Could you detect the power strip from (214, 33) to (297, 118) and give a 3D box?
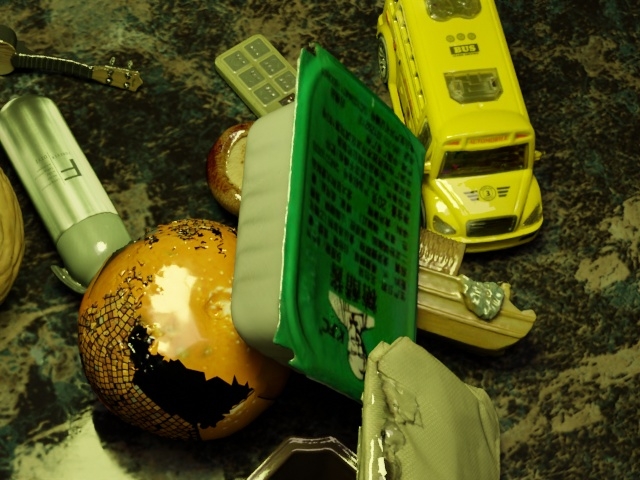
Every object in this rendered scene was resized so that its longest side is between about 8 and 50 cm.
[{"bbox_3d":[-0.051,-0.175,1.729,0.076,0.028,0.169,-34,69,-21],"label":"power strip"}]

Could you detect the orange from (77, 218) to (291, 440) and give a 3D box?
[{"bbox_3d":[-0.133,0.093,1.491,0.234,0.182,0.234,13,61,-24],"label":"orange"}]

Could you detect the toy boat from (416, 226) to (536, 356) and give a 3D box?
[{"bbox_3d":[0.086,0.036,1.577,0.310,0.089,0.115,17,78,6],"label":"toy boat"}]

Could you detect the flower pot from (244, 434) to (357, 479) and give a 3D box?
[{"bbox_3d":[-0.031,0.325,1.425,0.179,0.084,0.251,39,64,17],"label":"flower pot"}]

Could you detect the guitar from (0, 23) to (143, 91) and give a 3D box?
[{"bbox_3d":[-0.344,-0.219,1.712,0.271,0.084,0.038,8,59,-7],"label":"guitar"}]

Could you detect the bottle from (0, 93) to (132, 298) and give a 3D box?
[{"bbox_3d":[-0.290,-0.047,1.613,0.096,0.079,0.253,-30,67,-7],"label":"bottle"}]

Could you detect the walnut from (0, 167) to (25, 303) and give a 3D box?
[{"bbox_3d":[-0.419,-0.007,1.509,0.228,0.228,0.228,2,61,-3],"label":"walnut"}]

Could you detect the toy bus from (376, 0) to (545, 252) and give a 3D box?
[{"bbox_3d":[0.163,-0.153,1.664,0.144,0.152,0.330,-7,62,-9],"label":"toy bus"}]

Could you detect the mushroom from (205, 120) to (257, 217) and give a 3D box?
[{"bbox_3d":[-0.072,-0.081,1.642,0.127,0.087,0.127,4,59,-7],"label":"mushroom"}]

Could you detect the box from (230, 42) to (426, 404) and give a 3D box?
[{"bbox_3d":[0.000,0.000,1.442,0.106,0.264,0.336,-9,64,31],"label":"box"}]

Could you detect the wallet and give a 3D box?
[{"bbox_3d":[0.113,0.257,1.390,0.068,0.275,0.335,-15,49,25],"label":"wallet"}]
